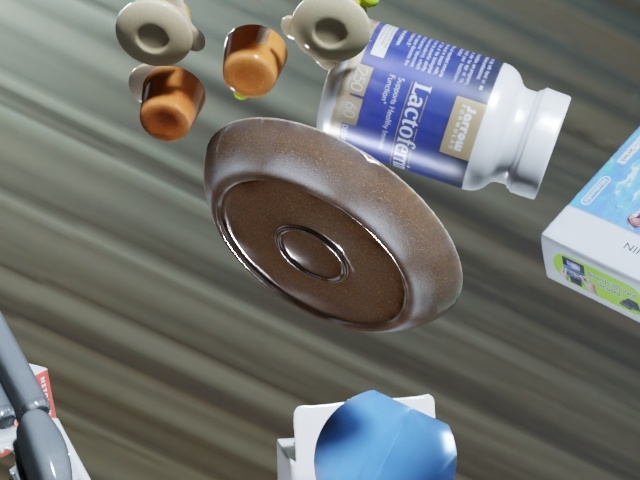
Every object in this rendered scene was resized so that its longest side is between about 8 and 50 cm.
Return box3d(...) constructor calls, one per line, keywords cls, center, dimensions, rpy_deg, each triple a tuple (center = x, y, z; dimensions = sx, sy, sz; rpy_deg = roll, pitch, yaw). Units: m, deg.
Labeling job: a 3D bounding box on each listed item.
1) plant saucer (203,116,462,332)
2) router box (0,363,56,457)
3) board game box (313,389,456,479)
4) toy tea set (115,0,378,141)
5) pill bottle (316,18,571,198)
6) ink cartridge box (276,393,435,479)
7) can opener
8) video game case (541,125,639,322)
box3d(cls="plant saucer", center=(0.000, 0.000, 1.582), dimensions=(0.050, 0.310, 0.310), rpy_deg=(-57, 0, -29))
box3d(cls="router box", center=(-0.540, 0.217, 1.814), dimensions=(0.301, 0.335, 0.082), rpy_deg=(-26, -64, -45))
box3d(cls="board game box", center=(0.079, 0.259, 1.782), dimensions=(0.133, 0.168, 0.033), rpy_deg=(-62, -17, -14))
box3d(cls="toy tea set", center=(-0.102, -0.250, 1.672), dimensions=(0.336, 0.200, 0.124), rpy_deg=(-26, 34, 29))
box3d(cls="pill bottle", center=(0.141, -0.146, 1.727), dimensions=(0.153, 0.264, 0.153), rpy_deg=(18, -90, -83))
box3d(cls="ink cartridge box", center=(0.051, 0.374, 2.050), dimensions=(0.119, 0.207, 0.354), rpy_deg=(-144, 52, -75))
box3d(cls="can opener", center=(-0.301, 0.156, 1.500), dimensions=(0.074, 0.280, 0.093), rpy_deg=(-10, -39, -37))
box3d(cls="video game case", center=(0.354, -0.027, 1.202), dimensions=(0.269, 0.244, 0.061), rpy_deg=(-46, -37, -23))
